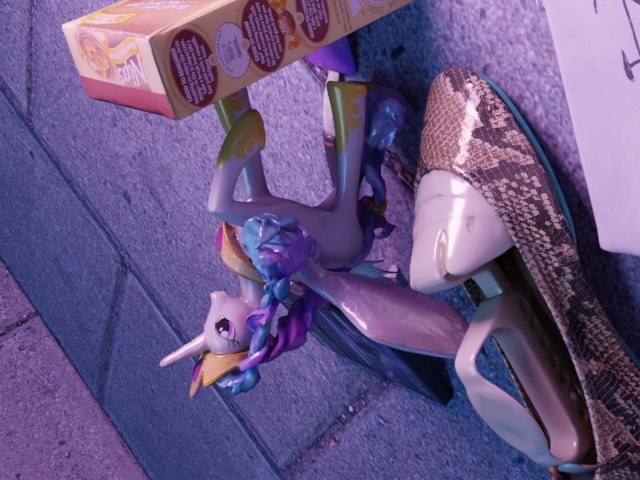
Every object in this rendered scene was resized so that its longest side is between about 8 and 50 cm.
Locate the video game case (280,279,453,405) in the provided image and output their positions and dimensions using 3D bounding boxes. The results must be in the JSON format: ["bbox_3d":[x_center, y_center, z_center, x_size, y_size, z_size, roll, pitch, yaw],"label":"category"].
[{"bbox_3d":[0.044,0.133,1.343,0.274,0.026,0.196,19,156,49],"label":"video game case"}]

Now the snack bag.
[{"bbox_3d":[0.324,-0.111,0.736,0.342,0.037,0.323,8,123,54],"label":"snack bag"}]

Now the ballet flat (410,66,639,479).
[{"bbox_3d":[0.196,0.065,0.952,0.483,0.182,0.164,62,155,-5],"label":"ballet flat"}]

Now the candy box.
[{"bbox_3d":[-0.076,-0.232,0.959,0.182,0.316,0.088,19,133,49],"label":"candy box"}]

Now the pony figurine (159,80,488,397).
[{"bbox_3d":[0.000,0.000,1.076,0.302,0.350,0.364,27,113,61],"label":"pony figurine"}]

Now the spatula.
[{"bbox_3d":[0.014,-0.157,1.179,0.084,0.030,0.297,22,137,33],"label":"spatula"}]
